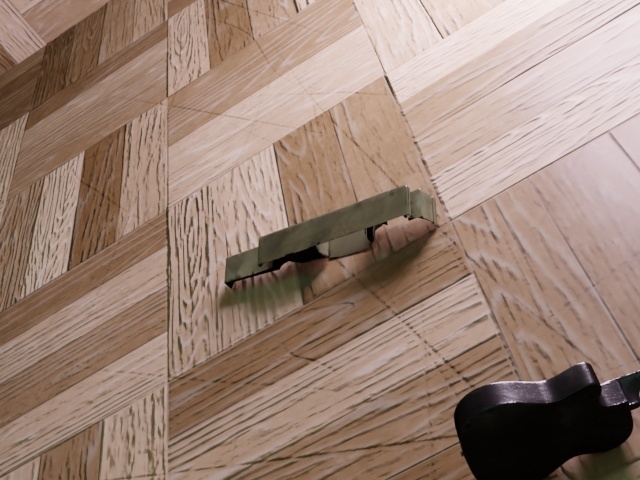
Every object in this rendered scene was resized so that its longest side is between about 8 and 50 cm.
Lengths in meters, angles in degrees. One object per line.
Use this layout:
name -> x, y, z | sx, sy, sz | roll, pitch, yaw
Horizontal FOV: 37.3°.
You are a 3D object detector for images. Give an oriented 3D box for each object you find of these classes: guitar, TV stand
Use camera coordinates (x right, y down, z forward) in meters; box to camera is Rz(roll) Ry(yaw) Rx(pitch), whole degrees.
guitar -> 0.203, 0.103, 0.629 | 0.233, 0.088, 0.025 | -21, 35, 9
TV stand -> 0.000, 0.000, 0.969 | 0.249, 0.042, 0.036 | -19, 58, 30
